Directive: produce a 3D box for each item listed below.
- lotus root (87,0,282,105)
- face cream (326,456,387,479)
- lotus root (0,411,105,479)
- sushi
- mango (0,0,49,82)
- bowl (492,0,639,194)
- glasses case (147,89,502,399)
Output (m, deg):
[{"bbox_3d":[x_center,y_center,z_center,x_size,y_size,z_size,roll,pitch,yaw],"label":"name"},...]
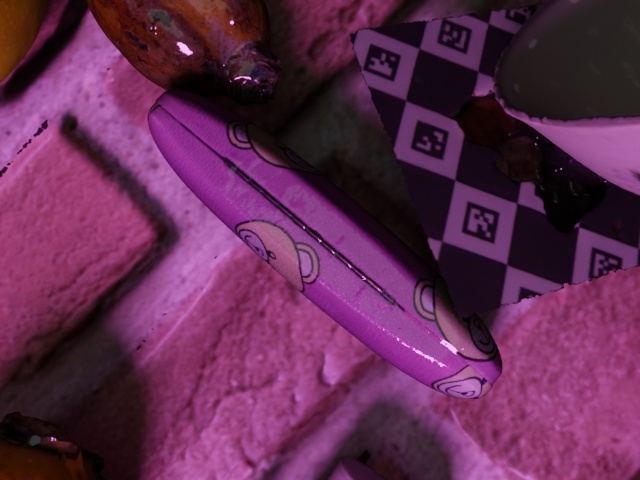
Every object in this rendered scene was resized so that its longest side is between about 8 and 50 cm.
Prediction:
[{"bbox_3d":[-0.108,-0.181,0.584,0.209,0.120,0.120,44,90,10],"label":"lotus root"},{"bbox_3d":[-0.010,0.268,0.516,0.096,0.096,0.214,37,89,11],"label":"face cream"},{"bbox_3d":[-0.252,0.315,0.496,0.179,0.196,0.398,23,78,-25],"label":"lotus root"},{"bbox_3d":[0.152,-0.066,0.548,0.231,0.047,0.220,-13,73,-20],"label":"sushi"},{"bbox_3d":[-0.307,-0.240,0.598,0.175,0.143,0.293,5,66,-16],"label":"mango"},{"bbox_3d":[0.290,-0.106,0.445,0.337,0.337,0.158,-32,112,2],"label":"bowl"},{"bbox_3d":[0.000,0.000,0.537,0.316,0.123,0.076,40,89,11],"label":"glasses case"}]
